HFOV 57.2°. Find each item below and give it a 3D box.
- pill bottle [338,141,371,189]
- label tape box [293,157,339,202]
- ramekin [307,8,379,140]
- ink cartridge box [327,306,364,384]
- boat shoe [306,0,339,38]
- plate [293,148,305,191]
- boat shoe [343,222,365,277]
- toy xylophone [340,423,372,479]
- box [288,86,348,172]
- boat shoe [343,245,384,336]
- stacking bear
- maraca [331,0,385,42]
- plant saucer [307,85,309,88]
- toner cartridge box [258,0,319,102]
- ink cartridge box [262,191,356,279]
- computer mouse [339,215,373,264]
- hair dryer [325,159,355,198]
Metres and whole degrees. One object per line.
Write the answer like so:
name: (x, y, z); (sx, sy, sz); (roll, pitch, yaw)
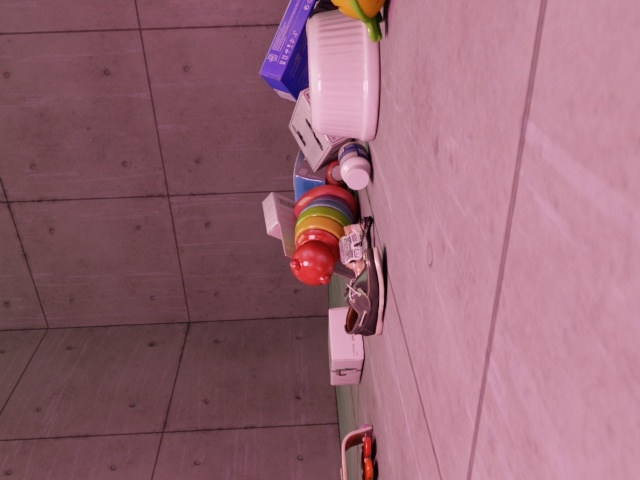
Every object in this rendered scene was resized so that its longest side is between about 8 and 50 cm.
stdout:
pill bottle: (0.075, -0.160, 1.272); (0.120, 0.067, 0.067); (-94, 3, -56)
label tape box: (0.021, -0.207, 2.011); (0.348, 0.115, 0.249); (-61, -22, -45)
ramekin: (0.040, -0.334, 1.185); (0.273, 0.127, 0.273); (178, 90, -89)
ink cartridge box: (0.071, 0.310, 1.713); (0.219, 0.092, 0.160); (89, 178, -58)
boat shoe: (0.041, -0.515, 1.579); (0.341, 0.127, 0.158); (86, -161, -64)
plate: (-0.049, -0.243, 1.988); (0.188, 0.024, 0.188); (12, -90, -77)
boat shoe: (0.083, 0.043, 1.443); (0.063, 0.059, 0.170); (94, 174, -79)
toy xylophone: (0.096, 0.626, 1.438); (0.236, 0.081, 0.323); (91, 177, -64)
box: (0.001, -0.310, 1.635); (0.169, 0.087, 0.290); (60, 169, 2)
boat shoe: (0.086, 0.107, 1.151); (0.084, 0.079, 0.233); (-92, 2, -46)
stacking bear: (0.000, 0.000, 1.507); (0.164, 0.175, 0.289); (-52, 13, 40)
maraca: (0.063, -0.398, 0.921); (0.186, 0.099, 0.127); (48, -137, -52)
plant saucer: (0.005, -0.427, 1.909); (0.198, 0.036, 0.198); (47, -173, -8)
toner cartridge box: (-0.048, -0.588, 1.679); (0.348, 0.075, 0.165); (-67, -20, -4)
ink cartridge box: (-0.027, 0.005, 1.670); (0.060, 0.275, 0.239); (-43, 42, 32)
computer mouse: (0.086, 0.011, 1.337); (0.193, 0.042, 0.106); (151, 112, -74)
hair dryer: (0.058, -0.132, 1.756); (0.294, 0.080, 0.224); (-92, -1, -46)
